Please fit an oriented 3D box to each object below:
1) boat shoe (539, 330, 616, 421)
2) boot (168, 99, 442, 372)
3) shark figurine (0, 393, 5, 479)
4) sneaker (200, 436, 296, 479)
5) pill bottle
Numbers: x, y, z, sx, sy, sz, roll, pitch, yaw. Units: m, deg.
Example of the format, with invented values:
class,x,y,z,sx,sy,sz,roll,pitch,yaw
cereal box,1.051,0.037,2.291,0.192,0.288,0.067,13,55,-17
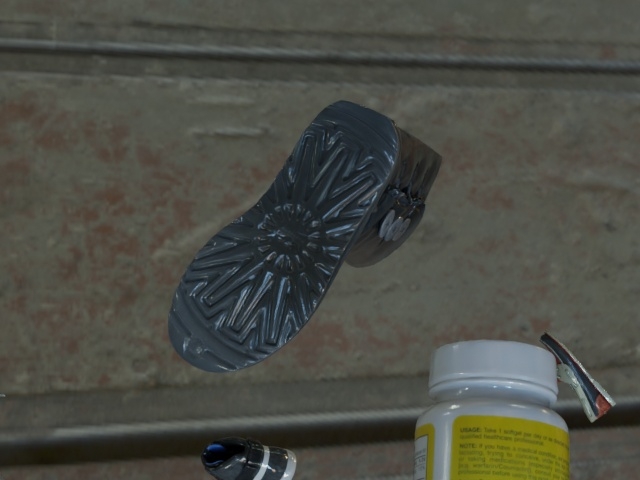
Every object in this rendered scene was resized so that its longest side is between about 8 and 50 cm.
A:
class,x,y,z,sx,sy,sz,roll,pitch,yaw
boat shoe,0.340,0.183,1.513,0.137,0.043,0.049,50,8,4
boot,0.002,-0.001,1.454,0.146,0.367,0.445,42,7,6
shark figurine,-0.388,0.285,1.320,0.116,0.278,0.166,5,14,-1
sneaker,-0.145,0.356,1.702,0.121,0.217,0.079,27,42,-25
pill bottle,0.129,0.188,0.847,0.119,0.119,0.208,8,68,-8
